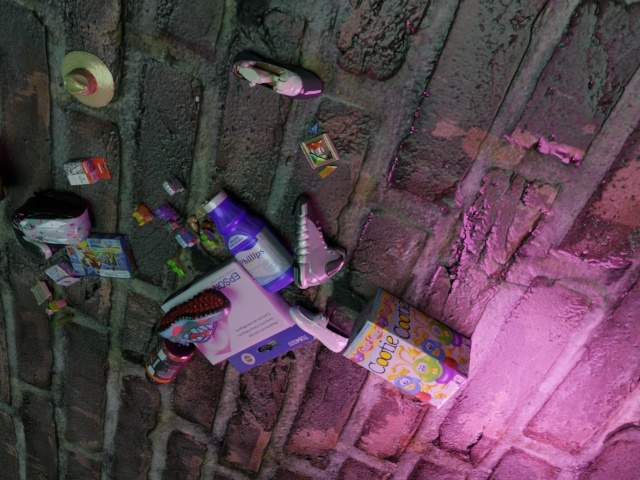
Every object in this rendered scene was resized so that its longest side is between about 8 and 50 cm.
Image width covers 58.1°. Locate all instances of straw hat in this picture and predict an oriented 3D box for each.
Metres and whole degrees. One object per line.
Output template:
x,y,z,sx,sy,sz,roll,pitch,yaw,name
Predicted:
-0.571,-0.374,1.369,0.144,0.061,0.145,9,122,14,straw hat

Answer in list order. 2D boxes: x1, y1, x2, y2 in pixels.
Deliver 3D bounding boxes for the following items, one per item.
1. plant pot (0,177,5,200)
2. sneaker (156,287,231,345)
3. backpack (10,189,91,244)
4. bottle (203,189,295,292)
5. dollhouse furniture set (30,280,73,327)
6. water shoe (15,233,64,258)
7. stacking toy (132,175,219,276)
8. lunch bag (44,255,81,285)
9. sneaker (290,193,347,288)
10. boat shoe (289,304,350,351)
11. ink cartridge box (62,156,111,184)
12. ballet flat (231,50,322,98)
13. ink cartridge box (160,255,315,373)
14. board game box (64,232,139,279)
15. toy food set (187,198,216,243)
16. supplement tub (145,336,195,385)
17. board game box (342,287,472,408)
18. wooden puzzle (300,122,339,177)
-0.983,-0.247,1.488,0.274,0.275,0.294,7,107,15,plant pot
-0.317,0.215,1.558,0.261,0.104,0.125,-23,126,35,sneaker
-0.722,-0.058,1.578,0.181,0.152,0.115,5,128,2,backpack
-0.175,0.000,1.443,0.118,0.092,0.283,-31,107,33,bottle
-0.853,0.196,1.840,0.076,0.058,0.152,-30,88,39,dollhouse furniture set
-0.819,-0.007,1.678,0.203,0.080,0.073,29,134,32,water shoe
-0.372,-0.036,1.494,0.167,0.052,0.221,-34,93,33,stacking toy
-0.771,0.099,1.734,0.071,0.053,0.083,-20,121,30,lunch bag
0.000,0.000,1.404,0.132,0.086,0.229,-3,101,-17,sneaker
0.001,0.226,1.543,0.184,0.066,0.063,41,110,-6,boat shoe
-0.616,-0.183,1.521,0.115,0.029,0.063,-2,119,20,ink cartridge box
-0.098,-0.342,1.221,0.203,0.074,0.074,22,125,5,ballet flat
-0.235,0.230,1.622,0.324,0.071,0.330,-31,105,31,ink cartridge box
-0.635,0.044,1.663,0.201,0.035,0.136,3,121,17,board game box
-0.301,-0.049,1.503,0.078,0.019,0.122,44,120,-10,toy food set
-0.468,0.366,1.762,0.106,0.106,0.198,36,124,-5,supplement tub
0.219,0.269,1.443,0.275,0.142,0.144,30,125,-1,board game box
-0.001,-0.201,1.308,0.078,0.014,0.116,-25,109,30,wooden puzzle
